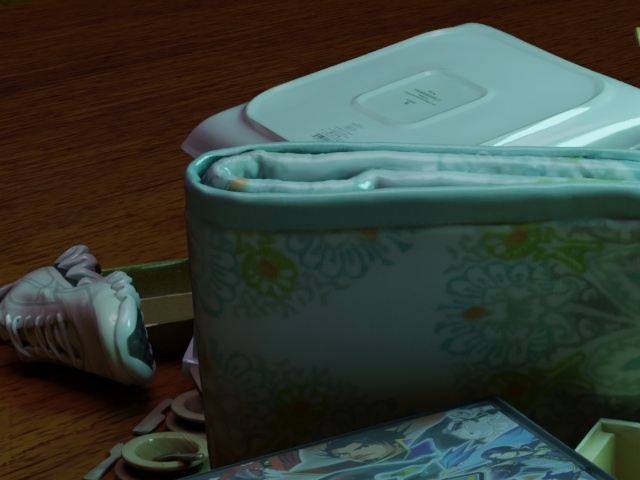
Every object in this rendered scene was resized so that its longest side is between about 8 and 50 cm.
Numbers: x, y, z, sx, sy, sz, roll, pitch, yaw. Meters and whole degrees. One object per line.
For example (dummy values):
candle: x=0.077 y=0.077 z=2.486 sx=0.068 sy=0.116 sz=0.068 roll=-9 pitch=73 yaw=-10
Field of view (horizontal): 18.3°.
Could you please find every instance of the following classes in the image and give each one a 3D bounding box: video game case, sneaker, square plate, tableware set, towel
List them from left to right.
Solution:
sneaker: x=-0.234 y=0.082 z=1.862 sx=0.118 sy=0.110 sz=0.292 roll=-15 pitch=13 yaw=-19
tableware set: x=-0.108 y=0.159 z=1.685 sx=0.128 sy=0.039 sz=0.194 roll=4 pitch=18 yaw=18
video game case: x=0.029 y=0.174 z=1.290 sx=0.274 sy=0.035 sz=0.248 roll=-14 pitch=12 yaw=-11
square plate: x=0.094 y=-0.106 z=1.756 sx=0.344 sy=0.049 sz=0.347 roll=-21 pitch=28 yaw=-22
towel: x=0.093 y=0.080 z=1.465 sx=0.374 sy=0.321 sz=0.090 roll=2 pitch=33 yaw=7

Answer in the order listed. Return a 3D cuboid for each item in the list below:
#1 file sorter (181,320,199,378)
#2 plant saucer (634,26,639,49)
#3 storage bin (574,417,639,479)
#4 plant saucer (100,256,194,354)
file sorter: x=0.000 y=0.000 z=1.856 sx=0.192 sy=0.173 sz=0.278 roll=9 pitch=29 yaw=6
plant saucer: x=0.370 y=-0.001 z=1.537 sx=0.081 sy=0.333 sz=0.333 roll=-27 pitch=-17 yaw=14
storage bin: x=0.268 y=0.232 z=1.282 sx=0.262 sy=0.123 sz=0.260 roll=7 pitch=18 yaw=23
plant saucer: x=-0.117 y=0.065 z=1.988 sx=0.188 sy=0.045 sz=0.188 roll=-7 pitch=18 yaw=-21
